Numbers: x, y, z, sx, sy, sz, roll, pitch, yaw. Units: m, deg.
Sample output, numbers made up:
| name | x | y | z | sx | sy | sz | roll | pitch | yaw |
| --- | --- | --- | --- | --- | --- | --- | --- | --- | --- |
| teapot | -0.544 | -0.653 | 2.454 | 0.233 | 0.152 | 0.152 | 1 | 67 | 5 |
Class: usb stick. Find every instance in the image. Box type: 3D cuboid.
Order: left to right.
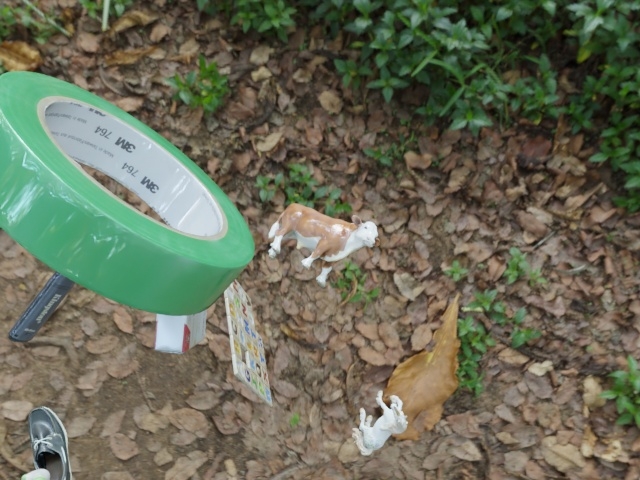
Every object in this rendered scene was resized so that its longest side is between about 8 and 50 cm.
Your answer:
| name | x | y | z | sx | sy | sz | roll | pitch | yaw |
| --- | --- | --- | --- | --- | --- | --- | --- | --- | --- |
| usb stick | -0.742 | 0.163 | 1.553 | 0.045 | 0.077 | 0.278 | 40 | 93 | 19 |

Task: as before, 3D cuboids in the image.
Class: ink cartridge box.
| name | x | y | z | sx | sy | sz | roll | pitch | yaw |
| --- | --- | --- | --- | --- | --- | --- | --- | --- | --- |
| ink cartridge box | -0.329 | 0.188 | 1.360 | 0.073 | 0.175 | 0.127 | 4 | 90 | 3 |

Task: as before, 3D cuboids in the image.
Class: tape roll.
| name | x | y | z | sx | sy | sz | roll | pitch | yaw |
| --- | --- | --- | --- | --- | --- | --- | --- | --- | --- |
| tape roll | -0.223 | -0.055 | 0.644 | 0.321 | 0.321 | 0.077 | 45 | 104 | 16 |

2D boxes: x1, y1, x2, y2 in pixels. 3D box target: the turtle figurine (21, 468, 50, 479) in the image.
| name | x | y | z | sx | sy | sz | roll | pitch | yaw |
| --- | --- | --- | --- | --- | --- | --- | --- | --- | --- |
| turtle figurine | -0.657 | 0.624 | 1.231 | 0.198 | 0.266 | 0.274 | 24 | 81 | -10 |

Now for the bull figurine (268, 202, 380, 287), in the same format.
| name | x | y | z | sx | sy | sz | roll | pitch | yaw |
| --- | --- | --- | --- | --- | --- | --- | --- | --- | --- |
| bull figurine | 0.000 | 0.000 | 1.441 | 0.310 | 0.101 | 0.188 | 23 | 64 | 40 |

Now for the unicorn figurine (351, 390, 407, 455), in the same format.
| name | x | y | z | sx | sy | sz | roll | pitch | yaw |
| --- | --- | --- | --- | --- | --- | --- | --- | --- | --- |
| unicorn figurine | 0.114 | 0.324 | 1.022 | 0.060 | 0.161 | 0.111 | 16 | 23 | -14 |

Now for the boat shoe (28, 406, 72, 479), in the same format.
| name | x | y | z | sx | sy | sz | roll | pitch | yaw |
| --- | --- | --- | --- | --- | --- | --- | --- | --- | --- |
| boat shoe | -0.704 | 0.536 | 1.478 | 0.084 | 0.079 | 0.233 | -21 | 67 | -15 |

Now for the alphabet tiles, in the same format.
| name | x | y | z | sx | sy | sz | roll | pitch | yaw |
| --- | --- | --- | --- | --- | --- | --- | --- | --- | --- |
| alphabet tiles | -0.146 | 0.191 | 1.134 | 0.009 | 0.198 | 0.237 | -18 | 55 | 5 |
